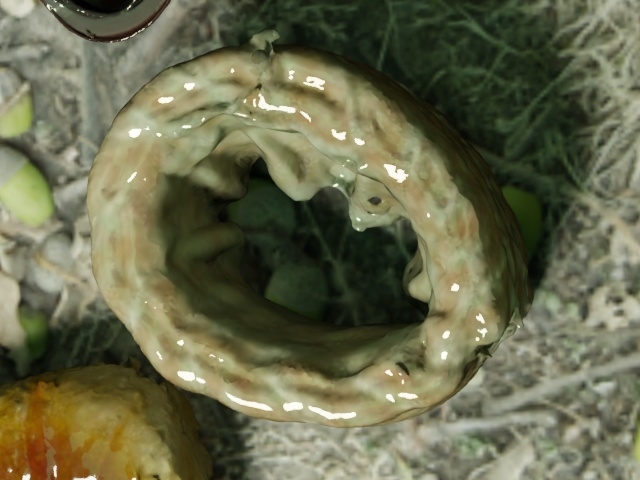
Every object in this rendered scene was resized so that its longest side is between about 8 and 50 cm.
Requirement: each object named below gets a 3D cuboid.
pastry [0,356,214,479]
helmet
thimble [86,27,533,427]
[{"bbox_3d":[-0.153,0.169,0.865,0.192,0.093,0.182,-17,91,13],"label":"pastry"},{"bbox_3d":[-0.121,-0.177,0.851,0.098,0.070,0.123,-20,96,18],"label":"helmet"},{"bbox_3d":[-0.007,0.001,0.798,0.229,0.148,0.196,46,101,8],"label":"thimble"}]
